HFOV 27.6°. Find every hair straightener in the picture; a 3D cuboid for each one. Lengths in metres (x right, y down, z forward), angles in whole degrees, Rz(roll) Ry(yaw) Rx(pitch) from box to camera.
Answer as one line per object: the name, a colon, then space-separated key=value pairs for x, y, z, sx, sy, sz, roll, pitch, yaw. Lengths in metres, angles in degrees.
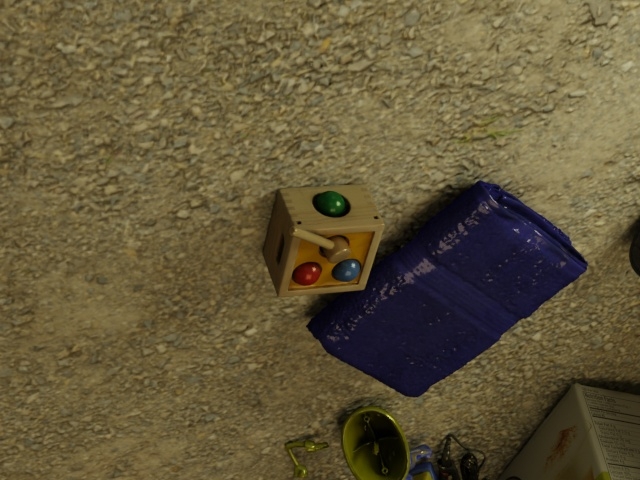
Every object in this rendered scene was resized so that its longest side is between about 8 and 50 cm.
hair straightener: x=0.224 y=0.373 z=2.052 sx=0.089 sy=0.047 sz=0.230 roll=-16 pitch=135 yaw=-7

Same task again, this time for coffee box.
coffee box: x=0.487 y=0.468 z=2.005 sx=0.338 sy=0.334 sz=0.338 roll=12 pitch=131 yaw=-20

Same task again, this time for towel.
towel: x=0.159 y=0.062 z=1.663 sx=0.308 sy=0.076 sz=0.227 roll=-41 pitch=129 yaw=21

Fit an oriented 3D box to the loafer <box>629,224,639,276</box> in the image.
loafer: x=0.526 y=-0.055 z=1.673 sx=0.095 sy=0.109 sz=0.302 roll=13 pitch=126 yaw=-39

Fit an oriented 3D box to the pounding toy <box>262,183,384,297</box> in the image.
pounding toy: x=0.000 y=0.000 z=1.495 sx=0.130 sy=0.100 sz=0.141 roll=-4 pitch=137 yaw=-20

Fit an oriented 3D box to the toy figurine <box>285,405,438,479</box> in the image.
toy figurine: x=0.110 y=0.394 z=1.957 sx=0.191 sy=0.217 sz=0.363 roll=-21 pitch=98 yaw=20
